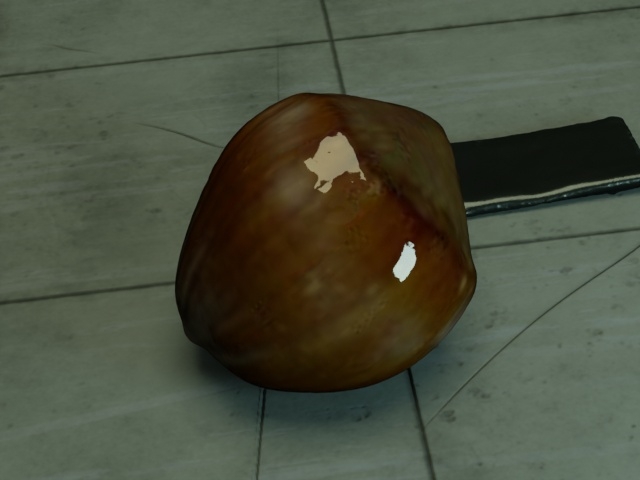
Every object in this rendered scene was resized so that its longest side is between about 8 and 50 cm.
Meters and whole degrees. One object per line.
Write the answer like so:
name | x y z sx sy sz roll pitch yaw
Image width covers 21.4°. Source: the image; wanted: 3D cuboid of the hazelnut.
hazelnut | 0.000 0.000 1.918 0.372 0.315 0.372 -27 28 16

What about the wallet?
wallet | 0.279 -0.097 2.207 0.285 0.030 0.146 -10 43 -5
